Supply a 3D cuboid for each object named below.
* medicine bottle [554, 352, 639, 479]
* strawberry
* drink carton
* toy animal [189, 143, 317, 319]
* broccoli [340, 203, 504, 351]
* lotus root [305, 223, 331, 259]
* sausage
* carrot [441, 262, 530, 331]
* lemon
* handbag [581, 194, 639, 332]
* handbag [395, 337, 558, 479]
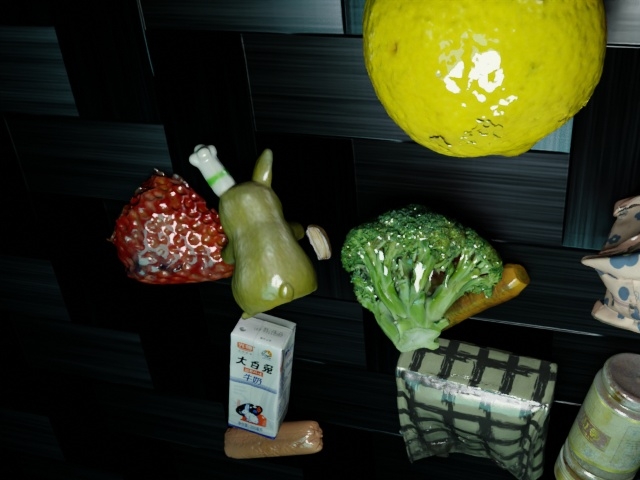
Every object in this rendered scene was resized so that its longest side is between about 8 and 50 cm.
[{"bbox_3d":[0.594,0.387,1.638,0.151,0.151,0.323,16,128,10],"label":"medicine bottle"},{"bbox_3d":[-0.330,0.021,1.747,0.280,0.150,0.253,43,126,-9],"label":"strawberry"},{"bbox_3d":[-0.141,0.320,1.913,0.130,0.107,0.315,15,128,10],"label":"drink carton"},{"bbox_3d":[-0.127,-0.027,1.621,0.181,0.363,0.180,-18,163,-5],"label":"toy animal"},{"bbox_3d":[0.184,0.066,1.509,0.307,0.275,0.308,-3,142,-3],"label":"broccoli"},{"bbox_3d":[0.000,-0.001,1.674,0.037,0.030,0.083,-13,120,22],"label":"lotus root"},{"bbox_3d":[-0.123,0.506,2.053,0.289,0.086,0.086,-12,119,29],"label":"sausage"},{"bbox_3d":[0.302,0.122,1.617,0.070,0.070,0.260,44,128,-12],"label":"carrot"},{"bbox_3d":[0.229,-0.304,1.169,0.349,0.350,0.387,-12,109,28],"label":"lemon"},{"bbox_3d":[0.562,0.036,1.341,0.193,0.251,0.190,0,123,43],"label":"handbag"},{"bbox_3d":[0.327,0.371,1.738,0.325,0.162,0.327,10,135,19],"label":"handbag"}]
